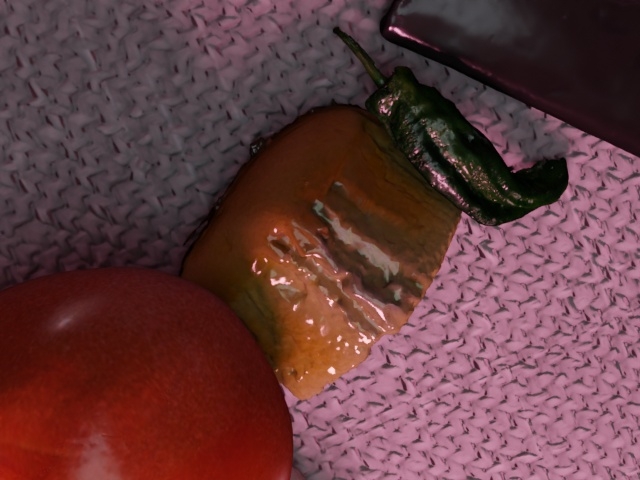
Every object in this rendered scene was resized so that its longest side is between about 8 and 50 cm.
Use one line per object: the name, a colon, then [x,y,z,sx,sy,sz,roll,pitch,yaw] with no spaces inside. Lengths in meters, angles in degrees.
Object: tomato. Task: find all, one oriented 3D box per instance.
tomato: [-0.190,0.166,1.531,0.341,0.341,0.273,46,66,-21]

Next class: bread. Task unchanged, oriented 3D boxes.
bread: [0.000,0.000,1.585,0.204,0.162,0.262,38,84,-9]

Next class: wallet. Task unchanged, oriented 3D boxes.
wallet: [0.255,-0.204,1.623,0.377,0.051,0.197,23,103,-19]

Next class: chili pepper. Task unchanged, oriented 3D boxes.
chili pepper: [0.125,-0.095,1.599,0.279,0.122,0.065,35,125,-23]

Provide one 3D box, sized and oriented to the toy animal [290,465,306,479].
toy animal: [-0.089,0.411,1.689,0.196,0.241,0.368,-1,94,-19]
